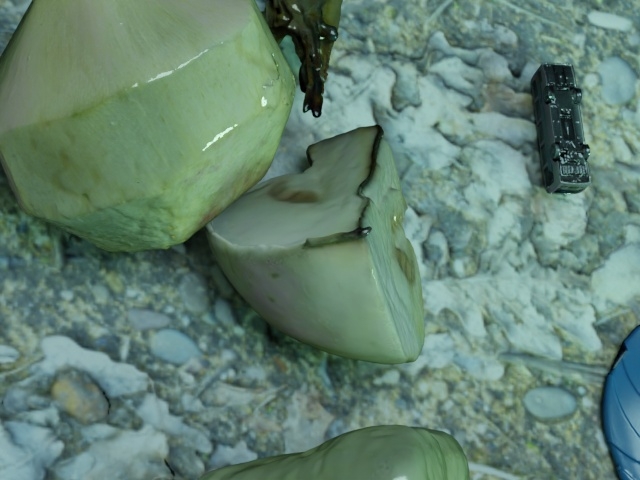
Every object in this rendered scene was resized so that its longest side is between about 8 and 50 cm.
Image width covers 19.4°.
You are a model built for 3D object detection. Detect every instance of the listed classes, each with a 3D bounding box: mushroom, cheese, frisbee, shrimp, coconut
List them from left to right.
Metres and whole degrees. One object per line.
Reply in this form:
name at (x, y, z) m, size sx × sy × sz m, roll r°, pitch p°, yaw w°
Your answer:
coconut at (-0.152, -0.123, 1.536) m, size 0.259 × 0.259 × 0.259 m, roll 7°, pitch 68°, yaw -19°
shrimp at (-0.037, -0.211, 1.731) m, size 0.117 × 0.066 × 0.262 m, roll 7°, pitch 53°, yaw -4°
mushroom at (-0.003, 0.026, 1.630) m, size 0.162 × 0.173 × 0.236 m, roll -8°, pitch 26°, yaw 13°
cheese at (0.053, 0.234, 1.517) m, size 0.248 × 0.251 × 0.173 m, roll -4°, pitch 72°, yaw -39°
frisbee at (0.378, 0.172, 1.760) m, size 0.242 × 0.045 × 0.242 m, roll 7°, pitch 69°, yaw -18°

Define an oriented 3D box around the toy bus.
toy bus at (0.229, -0.106, 1.800) m, size 0.037 × 0.052 × 0.130 m, roll 1°, pitch 68°, yaw -16°
